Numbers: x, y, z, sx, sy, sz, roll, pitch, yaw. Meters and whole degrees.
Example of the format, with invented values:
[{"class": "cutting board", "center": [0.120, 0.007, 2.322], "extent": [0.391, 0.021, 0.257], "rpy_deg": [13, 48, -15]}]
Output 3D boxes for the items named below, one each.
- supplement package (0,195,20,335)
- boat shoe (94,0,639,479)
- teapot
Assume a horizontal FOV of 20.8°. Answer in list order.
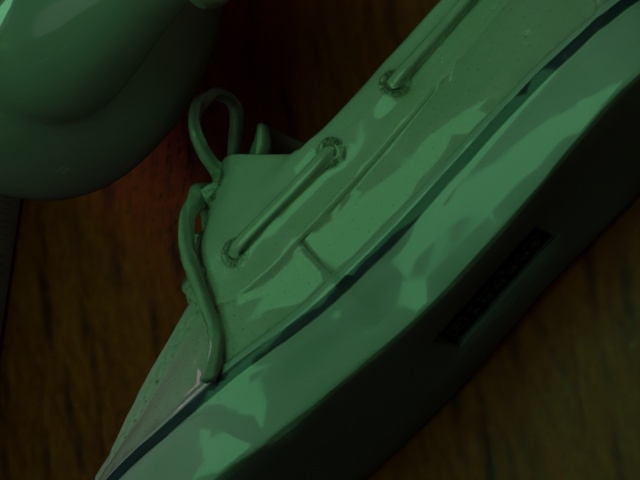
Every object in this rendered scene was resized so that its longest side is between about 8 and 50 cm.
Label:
[{"class": "supplement package", "center": [-0.261, 0.054, 0.909], "extent": [0.139, 0.134, 0.244], "rpy_deg": [5, 83, 30]}, {"class": "boat shoe", "center": [-0.003, -0.003, 0.772], "extent": [0.367, 0.136, 0.156], "rpy_deg": [-48, 63, 11]}, {"class": "teapot", "center": [-0.134, -0.158, 0.784], "extent": [0.256, 0.252, 0.187], "rpy_deg": [42, 110, 4]}]
